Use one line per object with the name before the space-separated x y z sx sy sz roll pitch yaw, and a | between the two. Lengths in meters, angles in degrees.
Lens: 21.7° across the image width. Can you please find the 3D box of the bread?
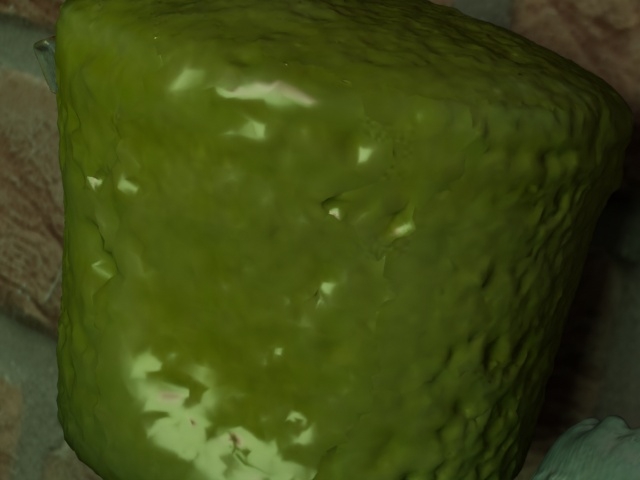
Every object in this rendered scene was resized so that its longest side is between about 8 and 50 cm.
bread | 0.000 0.000 1.003 0.348 0.348 0.307 15 102 36

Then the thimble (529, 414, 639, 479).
thimble | 0.194 0.196 0.905 0.205 0.250 0.172 27 84 10

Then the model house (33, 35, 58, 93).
model house | -0.163 -0.120 1.291 0.100 0.088 0.100 -134 30 -54
